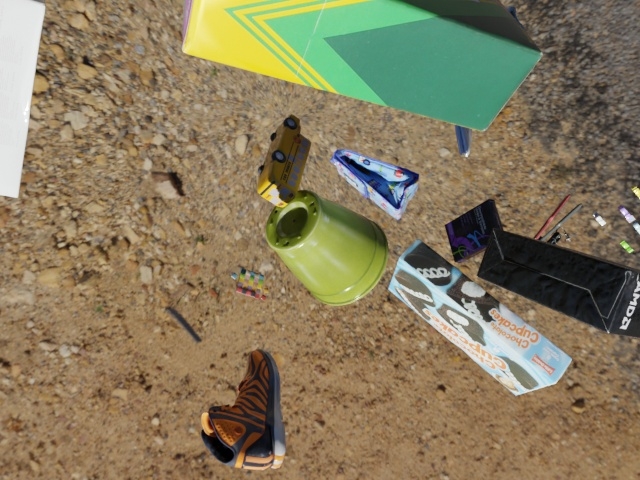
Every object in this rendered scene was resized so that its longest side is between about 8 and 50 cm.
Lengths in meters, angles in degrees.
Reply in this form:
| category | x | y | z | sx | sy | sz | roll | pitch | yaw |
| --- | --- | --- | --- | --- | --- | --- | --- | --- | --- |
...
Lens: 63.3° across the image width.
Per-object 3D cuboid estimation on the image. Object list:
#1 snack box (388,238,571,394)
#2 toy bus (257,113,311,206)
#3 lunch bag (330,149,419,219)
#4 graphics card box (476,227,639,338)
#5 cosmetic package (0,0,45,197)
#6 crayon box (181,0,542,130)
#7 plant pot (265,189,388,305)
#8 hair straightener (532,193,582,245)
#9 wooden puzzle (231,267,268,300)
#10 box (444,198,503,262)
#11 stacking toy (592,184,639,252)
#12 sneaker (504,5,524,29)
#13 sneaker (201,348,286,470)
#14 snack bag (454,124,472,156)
| category | x | y | z | sx | sy | sz | roll | pitch | yaw |
| --- | --- | --- | --- | --- | --- | --- | --- | --- | --- |
| snack box | 0.274 | 0.147 | 0.959 | 0.322 | 0.187 | 0.060 | 40 | 74 | 15 |
| toy bus | -0.121 | -0.283 | 1.791 | 0.130 | 0.332 | 0.108 | 31 | 138 | -21 |
| lunch bag | 0.164 | -0.208 | 1.696 | 0.293 | 0.221 | 0.138 | 31 | 90 | 11 |
| graphics card box | 0.463 | 0.080 | 0.825 | 0.371 | 0.233 | 0.094 | 14 | 98 | -33 |
| cosmetic package | -0.379 | -0.169 | 0.582 | 0.099 | 0.060 | 0.239 | 7 | 123 | -33 |
| crayon box | 0.019 | -0.296 | 0.563 | 0.313 | 0.362 | 0.106 | 9 | 135 | -23 |
| plant pot | 0.000 | 0.000 | 1.859 | 0.366 | 0.366 | 0.353 | -45 | 136 | 7 |
| hair straightener | 0.678 | -0.025 | 1.487 | 0.089 | 0.047 | 0.230 | 40 | 76 | 13 |
| wooden puzzle | -0.136 | 0.084 | 1.011 | 0.083 | 0.006 | 0.049 | 22 | 64 | -27 |
| box | 0.408 | -0.023 | 1.378 | 0.029 | 0.162 | 0.116 | 8 | 61 | -34 |
| stacking toy | 1.105 | -0.071 | 1.839 | 0.221 | 0.052 | 0.167 | 41 | 117 | -12 |
| sneaker | 0.495 | -0.511 | 1.343 | 0.071 | 0.083 | 0.190 | -30 | 108 | -18 |
| sneaker | -0.191 | 0.387 | 1.241 | 0.180 | 0.321 | 0.124 | 7 | 124 | -19 |
| snack bag | 0.465 | -0.493 | 1.725 | 0.037 | 0.342 | 0.323 | -6 | 123 | 24 |
